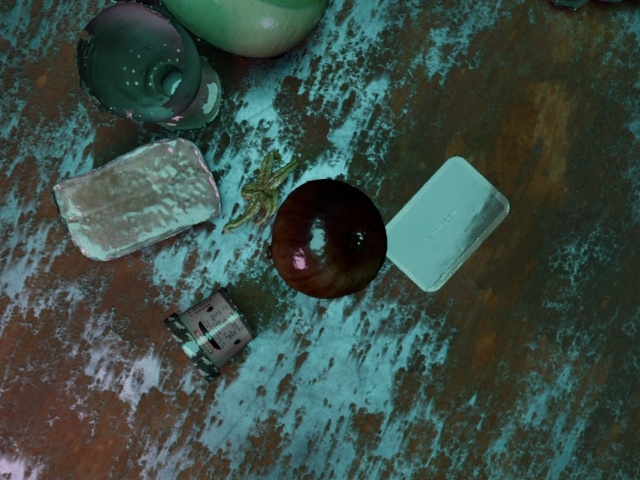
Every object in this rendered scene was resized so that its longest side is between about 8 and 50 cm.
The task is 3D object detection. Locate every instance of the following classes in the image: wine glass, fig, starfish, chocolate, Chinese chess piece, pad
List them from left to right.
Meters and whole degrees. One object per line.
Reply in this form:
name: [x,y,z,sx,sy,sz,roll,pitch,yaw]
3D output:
chocolate: [-0.355,-0.085,1.279,0.303,0.100,0.185,-22,101,0]
wine glass: [-0.289,-0.295,1.150,0.190,0.357,0.191,0,97,2]
Chinese chess piece: [-0.150,-0.502,1.191,0.349,0.146,0.350,20,52,-27]
starfish: [-0.122,-0.096,1.270,0.210,0.150,0.053,-51,122,-15]
fig: [0.013,-0.003,1.244,0.234,0.214,0.235,-1,94,-11]
pad: [0.258,-0.034,1.353,0.176,0.002,0.266,43,88,-1]

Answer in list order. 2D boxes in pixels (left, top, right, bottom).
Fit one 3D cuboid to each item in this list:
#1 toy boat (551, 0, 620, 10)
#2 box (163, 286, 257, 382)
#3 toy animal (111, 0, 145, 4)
toy boat: [0.585,-0.517,1.340,0.260,0.078,0.085,6,113,-1]
box: [-0.209,0.177,1.262,0.135,0.151,0.151,-37,91,-10]
toy animal: [-0.428,-0.591,1.233,0.325,0.209,0.154,27,128,-12]
